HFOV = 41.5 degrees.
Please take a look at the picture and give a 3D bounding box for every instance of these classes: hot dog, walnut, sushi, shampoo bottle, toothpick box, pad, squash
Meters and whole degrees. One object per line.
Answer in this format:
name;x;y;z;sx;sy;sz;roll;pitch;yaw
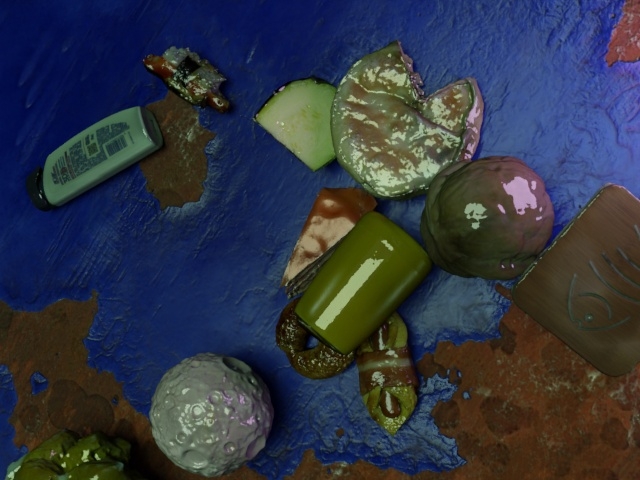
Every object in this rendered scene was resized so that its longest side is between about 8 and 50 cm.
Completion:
hot dog;0.131;0.265;1.707;0.123;0.093;0.261;-14;81;17
walnut;0.302;-0.041;1.574;0.248;0.248;0.248;-1;86;21
sushi;-0.291;-0.367;1.912;0.226;0.097;0.103;37;106;4
shampoo bottle;-0.547;-0.200;2.011;0.359;0.078;0.134;-26;74;18
toothpick box;0.077;0.093;1.665;0.175;0.175;0.271;39;86;19
pad;0.532;0.080;1.532;0.286;0.018;0.284;38;102;-10
squash;-0.026;-0.251;1.818;0.192;0.085;0.184;42;73;0

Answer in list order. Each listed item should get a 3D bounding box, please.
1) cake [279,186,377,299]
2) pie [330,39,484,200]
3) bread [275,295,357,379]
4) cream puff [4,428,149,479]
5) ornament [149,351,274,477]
cake;0.002;0.001;1.776;0.135;0.098;0.287;41;97;17
pie;0.163;-0.237;1.725;0.338;0.075;0.337;-2;82;16
bread;-0.009;0.202;1.784;0.193;0.064;0.193;0;89;24
cream puff;-0.510;0.577;1.870;0.378;0.275;0.378;8;119;15
ornament;-0.220;0.353;1.755;0.259;0.259;0.225;30;102;20
